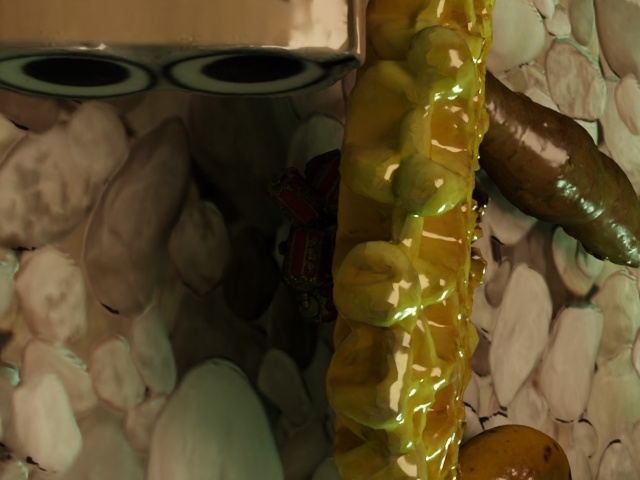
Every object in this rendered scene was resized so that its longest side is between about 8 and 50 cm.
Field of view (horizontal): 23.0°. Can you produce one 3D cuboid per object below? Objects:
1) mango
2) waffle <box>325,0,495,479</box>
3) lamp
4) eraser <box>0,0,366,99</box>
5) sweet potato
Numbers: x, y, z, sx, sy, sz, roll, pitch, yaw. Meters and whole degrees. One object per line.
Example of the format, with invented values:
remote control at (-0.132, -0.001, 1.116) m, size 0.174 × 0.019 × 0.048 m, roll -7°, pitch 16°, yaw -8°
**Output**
mango at (0.095, 0.145, 0.860) m, size 0.114 × 0.057 × 0.079 m, roll -29°, pitch 111°, yaw -40°
waffle at (0.043, 0.004, 0.731) m, size 0.283 × 0.065 × 0.309 m, roll 75°, pitch 24°, yaw -67°
lamp at (0.000, 0.000, 0.787) m, size 0.063 × 0.031 × 0.083 m, roll -21°, pitch 104°, yaw -48°
eraser at (-0.067, -0.209, 0.653) m, size 0.087 × 0.171 × 0.290 m, roll 88°, pitch 2°, yaw -81°
sweet potato at (0.126, -0.051, 0.922) m, size 0.274 × 0.067 × 0.067 m, roll 36°, pitch 58°, yaw -35°
